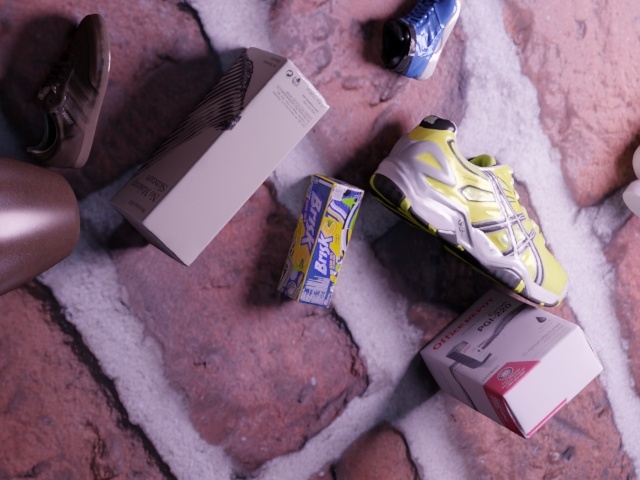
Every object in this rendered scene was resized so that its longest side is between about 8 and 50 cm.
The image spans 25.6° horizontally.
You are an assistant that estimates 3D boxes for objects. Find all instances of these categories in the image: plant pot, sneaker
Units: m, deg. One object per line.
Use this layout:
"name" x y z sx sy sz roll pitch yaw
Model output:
"plant pot" -0.396 -0.017 1.584 0.230 0.215 0.215 -11 112 -44
"sneaker" 0.243 -0.031 1.986 0.384 0.145 0.147 35 86 -36
"sneaker" 0.130 -0.294 1.882 0.084 0.058 0.152 9 107 -42
"sneaker" -0.297 -0.176 1.657 0.071 0.066 0.188 5 103 -31

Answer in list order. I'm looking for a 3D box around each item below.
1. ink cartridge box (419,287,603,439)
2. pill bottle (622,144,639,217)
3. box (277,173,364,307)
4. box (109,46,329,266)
"ink cartridge box" 0.270 0.172 2.022 0.158 0.218 0.092 -40 116 -15
"pill bottle" 0.579 -0.141 2.152 0.264 0.146 0.146 -49 124 -8
"box" 0.000 0.000 1.898 0.054 0.059 0.169 13 99 -35
"box" -0.126 -0.108 1.757 0.275 0.113 0.094 -49 123 -10
